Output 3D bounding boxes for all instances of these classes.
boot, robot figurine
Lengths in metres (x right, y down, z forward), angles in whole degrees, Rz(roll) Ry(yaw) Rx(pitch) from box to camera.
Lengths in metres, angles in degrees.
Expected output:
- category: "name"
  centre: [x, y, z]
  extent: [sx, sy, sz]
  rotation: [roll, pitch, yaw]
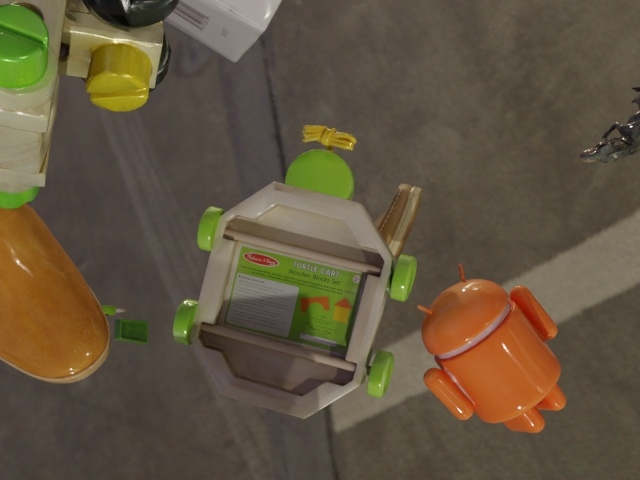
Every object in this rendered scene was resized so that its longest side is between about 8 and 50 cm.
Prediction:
- category: "boot"
  centre: [-0.290, -0.028, 0.853]
  extent: [0.104, 0.211, 0.295]
  rotation: [-38, 64, -21]
- category: "robot figurine"
  centre: [0.214, 0.139, 1.325]
  extent: [0.158, 0.219, 0.128]
  rotation: [-36, 8, 18]
- category: "boot"
  centre: [0.000, 0.000, 1.396]
  extent: [0.203, 0.095, 0.262]
  rotation: [33, 113, 6]

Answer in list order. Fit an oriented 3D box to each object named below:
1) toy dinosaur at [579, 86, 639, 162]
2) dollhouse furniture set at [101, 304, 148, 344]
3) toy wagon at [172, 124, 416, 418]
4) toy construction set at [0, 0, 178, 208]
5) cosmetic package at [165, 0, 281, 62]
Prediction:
- category: "toy dinosaur"
  centre: [0.449, -0.176, 1.442]
  extent: [0.268, 0.064, 0.118]
  rotation: [-44, 2, -11]
- category: "dollhouse furniture set"
  centre: [-0.349, 0.148, 1.698]
  extent: [0.152, 0.058, 0.076]
  rotation: [-11, 73, 38]
- category: "toy wagon"
  centre: [-0.021, 0.034, 1.275]
  extent: [0.267, 0.068, 0.344]
  rotation: [14, 90, 12]
- category: "toy construction set"
  centre: [-0.171, -0.157, 0.497]
  extent: [0.151, 0.215, 0.327]
  rotation: [134, 141, -71]
- category: "cosmetic package"
  centre: [-0.052, -0.393, 1.103]
  extent: [0.365, 0.155, 0.197]
  rotation: [-61, 11, -5]
